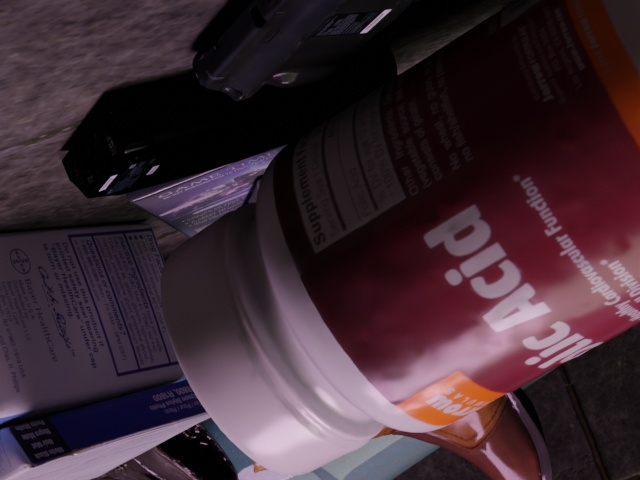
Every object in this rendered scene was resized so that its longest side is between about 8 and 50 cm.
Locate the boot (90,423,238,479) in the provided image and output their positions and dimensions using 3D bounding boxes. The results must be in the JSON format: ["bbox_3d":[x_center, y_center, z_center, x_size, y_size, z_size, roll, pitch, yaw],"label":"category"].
[{"bbox_3d":[-0.211,0.174,1.565,0.229,0.263,0.091,-21,-145,58],"label":"boot"}]

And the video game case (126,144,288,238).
[{"bbox_3d":[-0.046,-0.059,1.366,0.196,0.026,0.274,-21,171,3],"label":"video game case"}]

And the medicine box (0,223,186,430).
[{"bbox_3d":[-0.298,0.105,1.370,0.263,0.149,0.289,-25,170,29],"label":"medicine box"}]

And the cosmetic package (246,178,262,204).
[{"bbox_3d":[0.000,0.000,1.432,0.127,0.107,0.238,-18,169,-14],"label":"cosmetic package"}]

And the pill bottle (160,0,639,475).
[{"bbox_3d":[0.099,-0.009,1.073,0.392,0.224,0.224,-32,168,22],"label":"pill bottle"}]

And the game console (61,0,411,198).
[{"bbox_3d":[-0.020,-0.115,1.010,0.213,0.044,0.361,-18,172,-29],"label":"game console"}]

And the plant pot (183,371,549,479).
[{"bbox_3d":[0.054,0.101,1.698,0.334,0.341,0.341,-31,169,17],"label":"plant pot"}]

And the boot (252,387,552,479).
[{"bbox_3d":[0.071,0.188,1.525,0.280,0.264,0.096,-12,-155,1],"label":"boot"}]

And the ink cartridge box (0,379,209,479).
[{"bbox_3d":[-0.200,0.167,1.328,0.224,0.045,0.223,-29,169,36],"label":"ink cartridge box"}]
